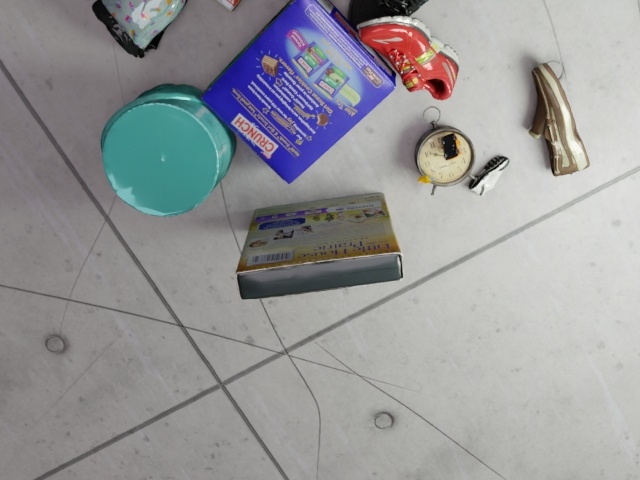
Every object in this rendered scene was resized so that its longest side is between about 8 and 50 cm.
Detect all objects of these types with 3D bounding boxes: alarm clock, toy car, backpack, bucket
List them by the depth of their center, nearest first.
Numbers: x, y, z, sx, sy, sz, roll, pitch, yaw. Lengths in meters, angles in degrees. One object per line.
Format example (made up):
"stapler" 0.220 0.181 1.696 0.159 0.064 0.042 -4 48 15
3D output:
"backpack" -0.360 -0.483 1.551 0.182 0.115 0.152 -38 102 9
"bucket" -0.323 -0.191 1.612 0.281 0.183 0.281 0 108 0
"toy car" 0.259 -0.176 1.638 0.122 0.060 0.040 -39 148 28
"alarm clock" 0.268 -0.205 1.668 0.129 0.064 0.192 -18 110 6

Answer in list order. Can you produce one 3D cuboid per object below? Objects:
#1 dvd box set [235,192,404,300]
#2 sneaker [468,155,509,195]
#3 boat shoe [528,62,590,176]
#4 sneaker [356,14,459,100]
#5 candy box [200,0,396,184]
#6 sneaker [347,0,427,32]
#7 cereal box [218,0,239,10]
"dvd box set" 0.000 0.000 1.551 0.307 0.420 0.062 -8 108 2
"sneaker" 0.386 -0.145 1.706 0.043 0.040 0.109 37 109 -28
"boat shoe" 0.498 -0.252 1.638 0.095 0.095 0.257 -23 107 14
"sneaker" 0.186 -0.362 1.525 0.279 0.107 0.118 17 75 -38
"candy box" -0.045 -0.322 1.576 0.317 0.122 0.268 -40 106 22
"sneaker" 0.169 -0.510 1.486 0.125 0.140 0.341 21 132 -25
"cereal box" -0.176 -0.617 1.540 0.173 0.047 0.240 39 105 -12
